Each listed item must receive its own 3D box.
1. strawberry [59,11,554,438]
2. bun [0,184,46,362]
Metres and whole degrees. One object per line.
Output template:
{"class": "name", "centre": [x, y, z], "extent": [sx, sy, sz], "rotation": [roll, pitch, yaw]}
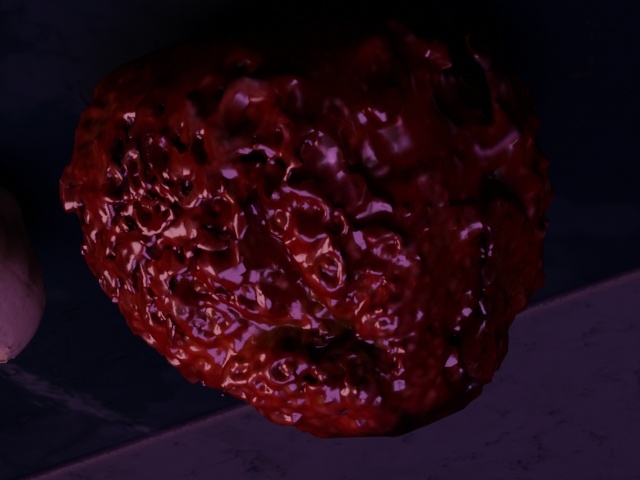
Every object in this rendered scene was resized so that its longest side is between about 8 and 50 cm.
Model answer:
{"class": "strawberry", "centre": [0.000, 0.000, 1.071], "extent": [0.274, 0.220, 0.274], "rotation": [-2, 150, -1]}
{"class": "bun", "centre": [-0.222, 0.005, 1.200], "extent": [0.138, 0.094, 0.138], "rotation": [34, 166, 10]}
